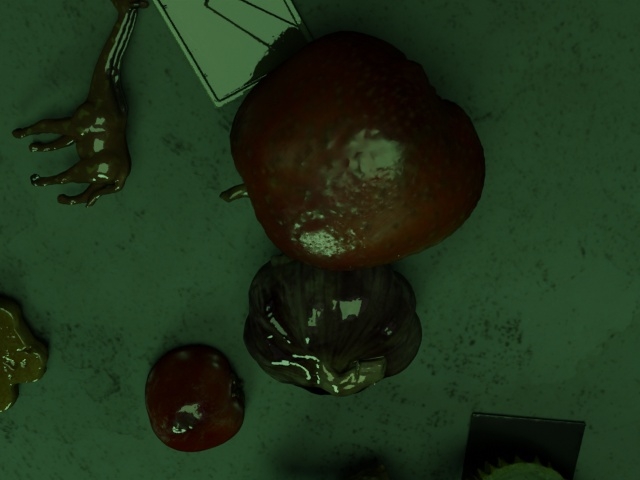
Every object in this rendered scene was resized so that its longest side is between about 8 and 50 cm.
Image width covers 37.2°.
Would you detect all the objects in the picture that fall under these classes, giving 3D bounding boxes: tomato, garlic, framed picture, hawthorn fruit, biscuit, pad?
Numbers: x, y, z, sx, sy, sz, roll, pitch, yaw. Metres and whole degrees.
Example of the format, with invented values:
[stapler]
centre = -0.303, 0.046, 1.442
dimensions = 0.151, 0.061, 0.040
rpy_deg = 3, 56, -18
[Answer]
[tomato]
centre = -0.175, 0.234, 1.312
dimensions = 0.139, 0.091, 0.159
rpy_deg = -12, 114, 7
[garlic]
centre = 0.011, 0.120, 1.209
dimensions = 0.245, 0.160, 0.245
rpy_deg = 2, 143, 2
[framed picture]
centre = -0.113, -0.278, 1.139
dimensions = 0.150, 0.015, 0.203
rpy_deg = -27, 109, 11
[hawthorn fruit]
centre = 0.025, -0.096, 1.081
dimensions = 0.299, 0.275, 0.275
rpy_deg = -21, 111, 7
[biscuit]
centre = -0.503, 0.170, 1.318
dimensions = 0.249, 0.035, 0.184
rpy_deg = -26, 109, 12
[pad]
centre = 0.290, 0.366, 1.407
dimensions = 0.170, 0.006, 0.245
rpy_deg = 5, 113, -1

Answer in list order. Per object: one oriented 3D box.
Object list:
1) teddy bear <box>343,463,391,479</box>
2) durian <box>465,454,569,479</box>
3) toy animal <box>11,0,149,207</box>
[teddy bear]
centre = 0.058, 0.451, 1.330
dimensions = 0.222, 0.246, 0.296
rpy_deg = -38, 99, -13
[durian]
centre = 0.305, 0.420, 1.335
dimensions = 0.172, 0.166, 0.306
rpy_deg = -42, 98, 13
[toy animal]
centre = -0.277, -0.170, 1.164
dimensions = 0.229, 0.066, 0.224
rpy_deg = -24, 92, 20
